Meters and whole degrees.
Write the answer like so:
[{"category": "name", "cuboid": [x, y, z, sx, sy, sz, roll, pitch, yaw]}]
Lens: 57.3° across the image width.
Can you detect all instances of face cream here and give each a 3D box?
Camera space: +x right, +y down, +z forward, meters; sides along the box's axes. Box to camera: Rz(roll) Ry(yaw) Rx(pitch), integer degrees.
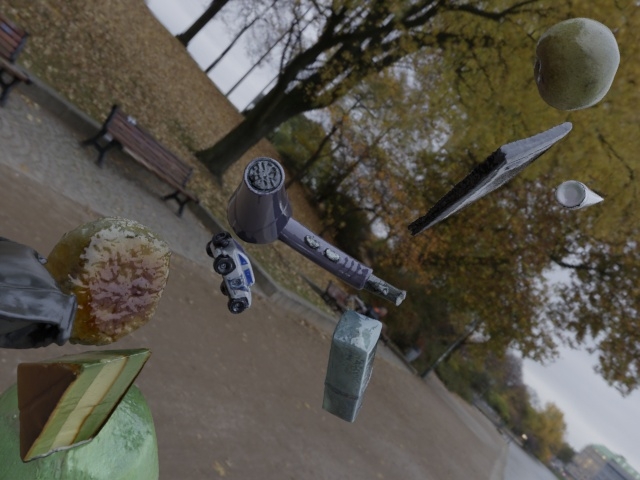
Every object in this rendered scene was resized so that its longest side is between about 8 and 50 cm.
[{"category": "face cream", "cuboid": [0.553, -0.093, 1.266, 0.092, 0.058, 0.244, 1, 1, 30]}]

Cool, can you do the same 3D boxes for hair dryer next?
[{"category": "hair dryer", "cuboid": [0.000, 0.000, 1.018, 0.361, 0.121, 0.301, 32, -15, -1]}]

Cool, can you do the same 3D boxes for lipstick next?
[{"category": "lipstick", "cuboid": [0.052, 0.230, 1.047, 0.076, 0.077, 0.289, 22, -37, 15]}]

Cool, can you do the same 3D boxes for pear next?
[{"category": "pear", "cuboid": [0.463, -0.319, 1.073, 0.167, 0.137, 0.167, -3, 90, -77]}]

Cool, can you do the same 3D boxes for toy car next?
[{"category": "toy car", "cuboid": [-0.173, 0.058, 1.153, 0.080, 0.071, 0.170, -127, -159, -53]}]

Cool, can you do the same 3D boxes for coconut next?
[{"category": "coconut", "cuboid": [-0.432, 0.379, 1.036, 0.328, 0.328, 0.281, 44, 35, -15]}]

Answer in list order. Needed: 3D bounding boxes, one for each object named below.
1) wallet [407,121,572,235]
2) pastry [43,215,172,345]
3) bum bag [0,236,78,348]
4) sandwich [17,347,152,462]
[{"category": "wallet", "cuboid": [0.213, -0.073, 0.770, 0.025, 0.124, 0.244, 60, -25, 10]}, {"category": "pastry", "cuboid": [-0.321, 0.059, 0.872, 0.093, 0.192, 0.182, 29, 9, 36]}, {"category": "bum bag", "cuboid": [-0.293, 0.040, 0.497, 0.142, 0.079, 0.326, 10, 4, -29]}, {"category": "sandwich", "cuboid": [-0.318, 0.226, 0.799, 0.117, 0.187, 0.144, -6, 87, -50]}]
